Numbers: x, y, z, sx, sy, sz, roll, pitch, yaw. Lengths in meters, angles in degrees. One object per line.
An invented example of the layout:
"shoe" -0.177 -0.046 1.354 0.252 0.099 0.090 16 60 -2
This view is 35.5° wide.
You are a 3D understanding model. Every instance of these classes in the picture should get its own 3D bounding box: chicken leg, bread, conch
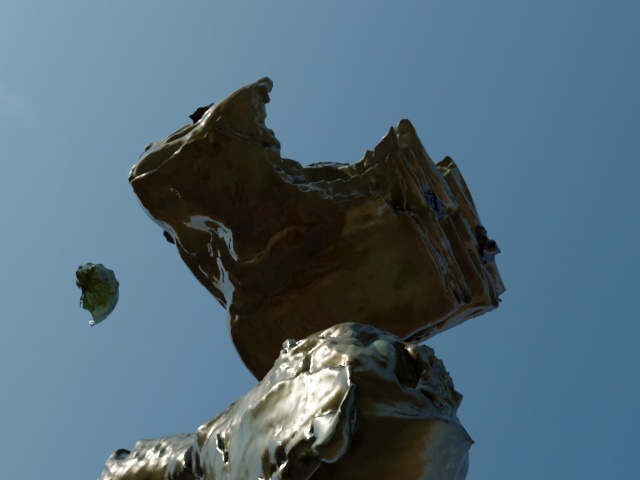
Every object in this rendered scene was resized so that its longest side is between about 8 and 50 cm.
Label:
"chicken leg" -0.055 0.171 0.751 0.429 0.201 0.153 -25 -78 43
"bread" 0.000 0.000 1.080 0.314 0.191 0.370 -28 -71 18
"conch" -0.354 0.087 1.562 0.074 0.089 0.121 16 -50 5
